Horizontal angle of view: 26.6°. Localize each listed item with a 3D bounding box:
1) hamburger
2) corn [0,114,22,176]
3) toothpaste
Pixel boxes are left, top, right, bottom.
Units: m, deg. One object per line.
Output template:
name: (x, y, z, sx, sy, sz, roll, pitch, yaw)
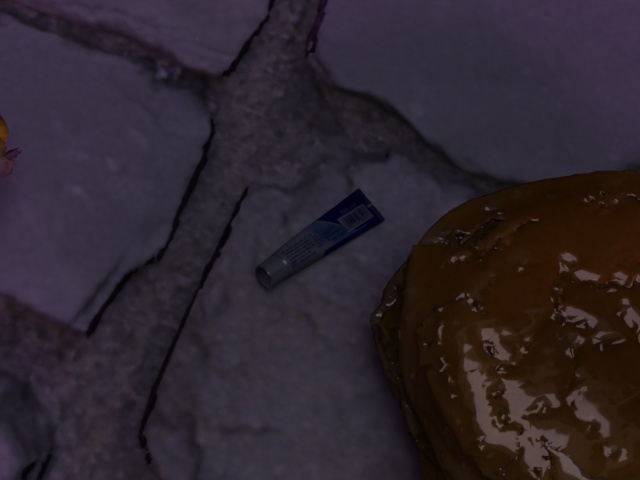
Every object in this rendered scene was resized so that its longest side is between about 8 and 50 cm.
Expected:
hamburger: (0.135, 0.067, 0.705, 0.213, 0.108, 0.214, 5, 64, -10)
corn: (-0.268, -0.125, 0.678, 0.101, 0.101, 0.292, -35, 82, -23)
toothpaste: (0.000, 0.000, 0.744, 0.083, 0.015, 0.024, -36, 80, -29)
